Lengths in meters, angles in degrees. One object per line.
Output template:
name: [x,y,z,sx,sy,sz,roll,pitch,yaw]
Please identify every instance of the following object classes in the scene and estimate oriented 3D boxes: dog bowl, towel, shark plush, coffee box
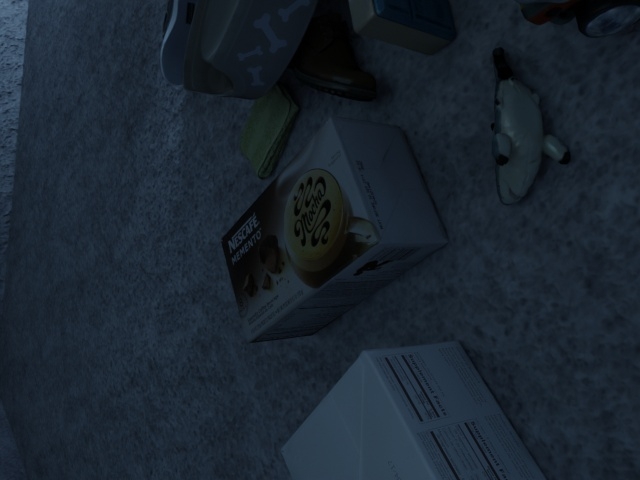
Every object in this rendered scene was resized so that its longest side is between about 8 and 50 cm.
dog bowl: [-0.093,-0.363,0.872,0.349,0.102,0.348,-43,38,48]
towel: [-0.088,-0.184,0.989,0.110,0.027,0.148,56,131,38]
shark plush: [0.182,-0.120,0.615,0.067,0.073,0.161,109,146,-72]
coffee box: [0.000,0.000,0.793,0.297,0.119,0.168,-40,59,44]

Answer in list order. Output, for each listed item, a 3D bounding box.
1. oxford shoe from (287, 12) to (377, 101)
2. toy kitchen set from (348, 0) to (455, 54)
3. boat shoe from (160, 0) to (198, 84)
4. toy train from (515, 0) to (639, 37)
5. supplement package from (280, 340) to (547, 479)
oxford shoe: [0.008,-0.255,0.821,0.227,0.083,0.096,48,123,42]
toy kitchen set: [0.115,-0.340,0.648,0.166,0.122,0.207,-25,70,50]
boat shoe: [-0.277,-0.421,1.205,0.076,0.080,0.228,22,106,60]
toy train: [0.179,-0.332,0.508,0.142,0.190,0.333,-23,71,51]
supplement package: [0.106,0.271,0.626,0.204,0.145,0.261,-56,47,34]
